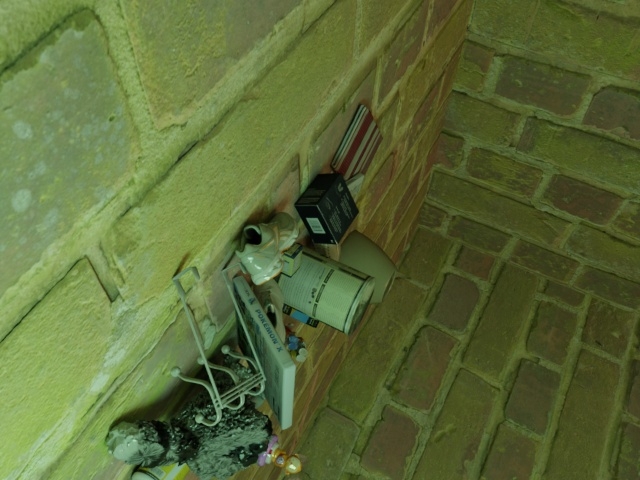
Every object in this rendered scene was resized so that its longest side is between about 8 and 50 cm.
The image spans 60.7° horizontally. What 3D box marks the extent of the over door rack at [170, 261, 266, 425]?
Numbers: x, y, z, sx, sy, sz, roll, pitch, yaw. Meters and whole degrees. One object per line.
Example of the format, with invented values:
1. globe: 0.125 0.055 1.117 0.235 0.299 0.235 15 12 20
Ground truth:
1. over door rack: -0.235 0.217 1.219 0.239 0.108 0.323 -4 83 -72

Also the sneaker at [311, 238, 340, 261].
1. sneaker: 0.000 0.000 1.818 0.123 0.106 0.289 -41 139 -51

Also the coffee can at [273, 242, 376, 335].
1. coffee can: 0.009 0.152 1.723 0.201 0.276 0.201 -56 161 -31

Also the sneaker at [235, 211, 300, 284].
1. sneaker: -0.134 -0.013 1.369 0.121 0.099 0.262 53 27 -24

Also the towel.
1. towel: 0.127 -0.310 1.895 0.236 0.037 0.329 -64 162 -1

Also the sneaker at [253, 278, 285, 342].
1. sneaker: -0.138 0.173 1.472 0.094 0.080 0.212 79 -5 -61

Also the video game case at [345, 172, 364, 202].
1. video game case: 0.068 -0.110 1.934 0.206 0.026 0.226 -37 152 -48

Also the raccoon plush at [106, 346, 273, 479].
1. raccoon plush: -0.300 0.382 1.336 0.216 0.299 0.446 -43 135 9

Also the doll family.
1. doll family: -0.118 0.419 1.922 0.262 0.119 0.163 -66 -158 2

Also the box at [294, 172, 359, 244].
1. box: 0.022 -0.096 1.644 0.158 0.093 0.155 -55 132 -35

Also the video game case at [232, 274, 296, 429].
1. video game case: -0.150 0.298 1.434 0.036 0.300 0.328 -21 143 -22

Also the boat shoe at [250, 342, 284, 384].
1. boat shoe: -0.200 0.396 1.826 0.065 0.075 0.206 40 75 -29

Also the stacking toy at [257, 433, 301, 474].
1. stacking toy: -0.194 0.644 1.713 0.175 0.302 0.165 -58 162 -24

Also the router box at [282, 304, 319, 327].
1. router box: -0.038 0.194 1.888 0.178 0.133 0.046 -65 165 -6

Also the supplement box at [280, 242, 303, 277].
1. supplement box: -0.103 0.047 1.563 0.056 0.083 0.083 -50 158 -46

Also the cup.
1. cup: 0.195 0.152 2.394 0.331 0.237 0.331 -56 161 -31

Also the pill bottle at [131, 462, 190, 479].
1. pill bottle: -0.374 0.553 1.368 0.184 0.103 0.103 -47 155 -49
